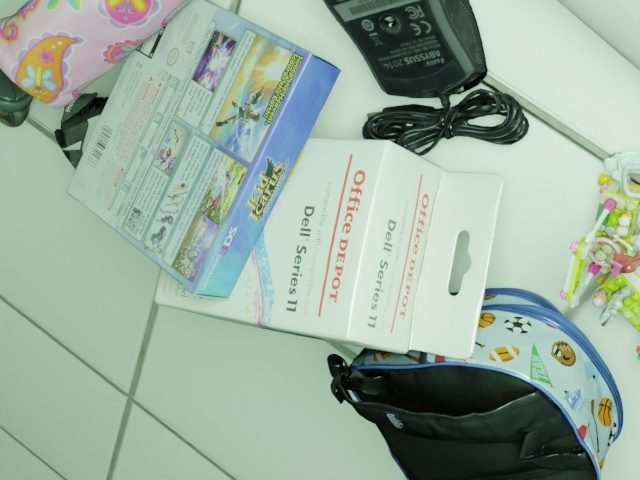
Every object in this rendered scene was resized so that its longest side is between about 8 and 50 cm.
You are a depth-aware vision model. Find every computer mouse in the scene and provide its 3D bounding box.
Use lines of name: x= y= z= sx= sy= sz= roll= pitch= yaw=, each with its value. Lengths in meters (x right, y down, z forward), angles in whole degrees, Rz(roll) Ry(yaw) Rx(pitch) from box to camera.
computer mouse: x=0.085 y=-0.207 z=0.917 sx=0.188 sy=0.072 sz=0.272 roll=-1 pitch=135 yaw=37

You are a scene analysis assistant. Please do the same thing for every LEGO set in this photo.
LEGO set: x=0.305 y=0.053 z=0.919 sx=0.132 sy=0.107 sz=0.287 roll=2 pitch=124 yaw=38

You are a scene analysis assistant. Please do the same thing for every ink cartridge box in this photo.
ink cartridge box: x=0.000 y=0.000 z=1.009 sx=0.353 sy=0.207 sz=0.119 roll=6 pitch=172 yaw=38

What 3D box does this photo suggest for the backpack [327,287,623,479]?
backpack: x=0.193 y=0.180 z=1.043 sx=0.263 sy=0.213 sz=0.277 roll=-5 pitch=129 yaw=48

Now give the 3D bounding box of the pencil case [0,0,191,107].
pencil case: x=-0.217 y=-0.261 z=0.988 sx=0.284 sy=0.124 sz=0.124 roll=-35 pitch=99 yaw=24

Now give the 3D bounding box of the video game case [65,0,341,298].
video game case: x=-0.134 y=-0.113 z=1.016 sx=0.244 sy=0.061 sz=0.270 roll=34 pitch=102 yaw=35

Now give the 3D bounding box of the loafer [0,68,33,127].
loafer: x=-0.526 y=-0.256 z=1.347 sx=0.267 sy=0.096 sz=0.084 roll=39 pitch=145 yaw=3

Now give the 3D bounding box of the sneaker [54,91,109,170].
sneaker: x=-0.289 y=-0.157 z=1.247 sx=0.106 sy=0.078 sz=0.234 roll=49 pitch=141 yaw=-10

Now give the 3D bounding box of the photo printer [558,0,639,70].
photo printer: x=0.249 y=-0.237 z=0.664 sx=0.307 sy=0.107 sz=0.256 roll=42 pitch=165 yaw=2
